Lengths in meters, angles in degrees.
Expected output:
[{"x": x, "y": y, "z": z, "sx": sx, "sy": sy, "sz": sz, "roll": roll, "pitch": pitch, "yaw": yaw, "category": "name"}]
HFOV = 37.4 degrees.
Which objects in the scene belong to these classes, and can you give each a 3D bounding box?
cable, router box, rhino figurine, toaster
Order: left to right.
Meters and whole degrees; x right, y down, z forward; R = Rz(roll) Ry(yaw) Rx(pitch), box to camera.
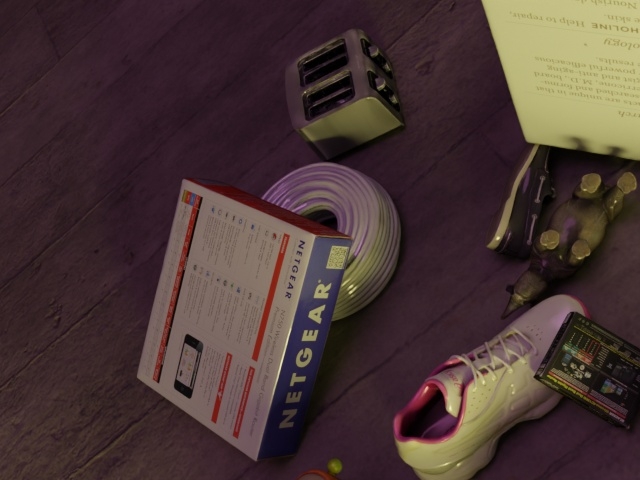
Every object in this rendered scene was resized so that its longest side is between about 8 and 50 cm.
[{"x": -0.124, "y": 0.108, "z": 1.405, "sx": 0.301, "sy": 0.082, "sz": 0.336, "roll": 24, "pitch": 103, "yaw": 41, "category": "router box"}, {"x": 0.000, "y": 0.000, "z": 1.467, "sx": 0.257, "sy": 0.089, "sz": 0.257, "roll": -2, "pitch": 62, "yaw": 34, "category": "cable"}, {"x": 0.033, "y": -0.239, "z": 1.578, "sx": 0.185, "sy": 0.110, "sz": 0.168, "roll": -23, "pitch": 51, "yaw": 22, "category": "toaster"}, {"x": 0.315, "y": 0.011, "z": 1.239, "sx": 0.073, "sy": 0.106, "sz": 0.243, "roll": 38, "pitch": 87, "yaw": 11, "category": "rhino figurine"}, {"x": 0.332, "y": 0.156, "z": 1.135, "sx": 0.122, "sy": 0.038, "sz": 0.092, "roll": 31, "pitch": 80, "yaw": 4, "category": "router box"}]

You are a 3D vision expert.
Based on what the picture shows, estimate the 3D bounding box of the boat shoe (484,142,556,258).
[{"x": 0.296, "y": -0.065, "z": 1.338, "sx": 0.064, "sy": 0.075, "sz": 0.206, "roll": 27, "pitch": 69, "yaw": -2, "category": "boat shoe"}]

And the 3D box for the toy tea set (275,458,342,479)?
[{"x": -0.029, "y": 0.441, "z": 1.172, "sx": 0.200, "sy": 0.124, "sz": 0.336, "roll": -31, "pitch": 48, "yaw": 35, "category": "toy tea set"}]

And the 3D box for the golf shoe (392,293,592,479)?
[{"x": 0.214, "y": 0.177, "z": 1.180, "sx": 0.306, "sy": 0.140, "sz": 0.115, "roll": -47, "pitch": 46, "yaw": 0, "category": "golf shoe"}]

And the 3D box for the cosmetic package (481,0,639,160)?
[{"x": 0.415, "y": -0.326, "z": 1.142, "sx": 0.327, "sy": 0.394, "sz": 0.330, "roll": 13, "pitch": 71, "yaw": 28, "category": "cosmetic package"}]
